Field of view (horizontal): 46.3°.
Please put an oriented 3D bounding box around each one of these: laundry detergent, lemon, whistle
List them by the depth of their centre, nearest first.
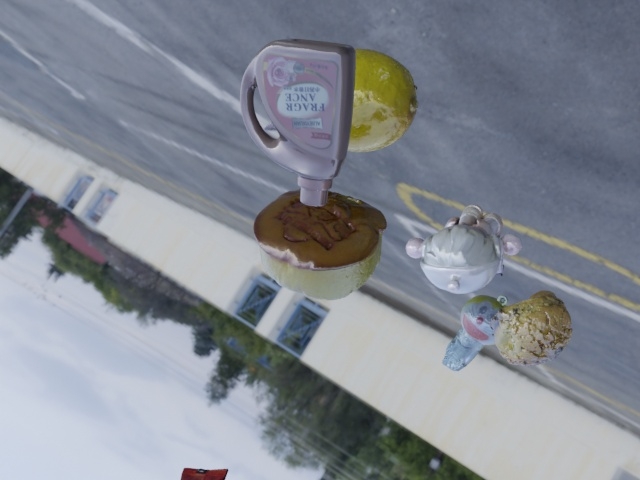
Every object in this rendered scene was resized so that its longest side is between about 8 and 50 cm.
[{"bbox_3d":[-0.038,-0.177,1.111,0.171,0.237,0.076,11,-159,14],"label":"laundry detergent"},{"bbox_3d":[0.082,-0.309,1.658,0.263,0.236,0.236,26,171,9],"label":"lemon"},{"bbox_3d":[0.350,0.211,1.699,0.123,0.223,0.123,30,-158,-13],"label":"whistle"}]

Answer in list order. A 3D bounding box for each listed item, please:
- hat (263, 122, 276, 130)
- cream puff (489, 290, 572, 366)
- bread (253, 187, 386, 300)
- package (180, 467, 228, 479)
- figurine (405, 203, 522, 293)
[{"bbox_3d":[-0.060,-0.206,1.369,0.042,0.087,0.058,66,-157,-9],"label":"hat"},{"bbox_3d":[0.320,0.134,1.127,0.104,0.119,0.133,69,-170,19],"label":"cream puff"},{"bbox_3d":[0.000,0.000,1.531,0.270,0.270,0.148,28,136,31],"label":"bread"},{"bbox_3d":[-0.216,0.457,1.238,0.083,0.200,0.022,1,125,10],"label":"package"},{"bbox_3d":[0.244,0.024,1.314,0.182,0.144,0.257,27,-162,18],"label":"figurine"}]
